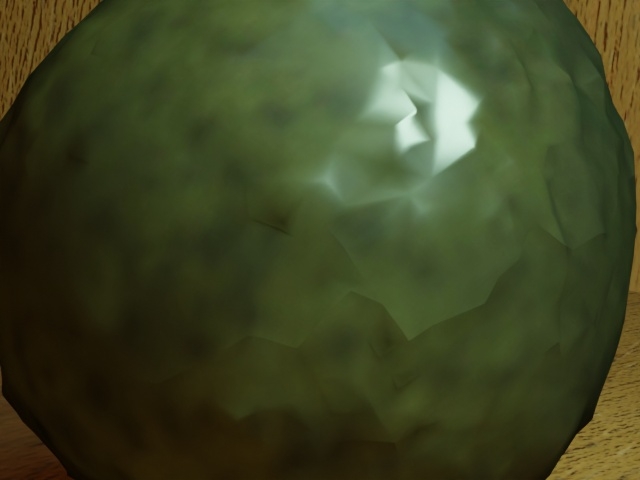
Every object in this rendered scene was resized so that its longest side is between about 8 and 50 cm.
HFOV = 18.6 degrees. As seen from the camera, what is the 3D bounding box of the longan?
[{"bbox_3d":[0.000,0.000,1.131,0.391,0.391,0.391,7,6,-1],"label":"longan"}]
